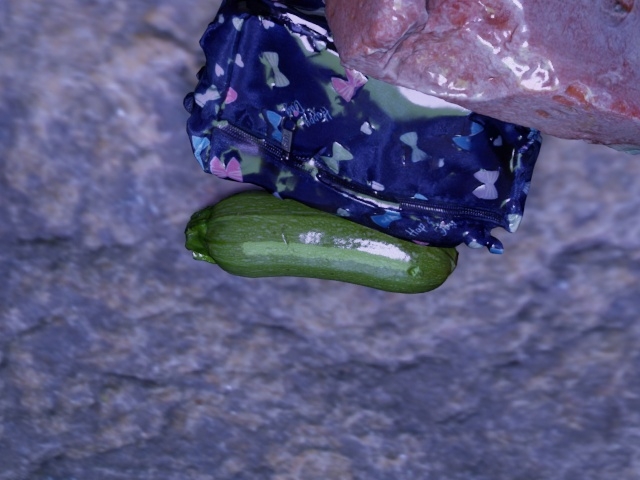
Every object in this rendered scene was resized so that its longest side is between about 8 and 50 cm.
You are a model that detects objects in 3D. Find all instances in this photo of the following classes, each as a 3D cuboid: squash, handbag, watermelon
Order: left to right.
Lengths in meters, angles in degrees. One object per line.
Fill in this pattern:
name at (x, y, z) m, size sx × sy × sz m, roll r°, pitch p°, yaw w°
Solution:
squash at (0.000, 0.000, 1.178) m, size 0.219 × 0.068 × 0.077 m, roll 4°, pitch 134°, yaw 10°
handbag at (0.031, -0.089, 1.075) m, size 0.260 × 0.113 × 0.162 m, roll 18°, pitch 123°, yaw -1°
watermelon at (0.110, -0.154, 0.949) m, size 0.318 × 0.226 × 0.148 m, roll 49°, pitch 150°, yaw -12°
